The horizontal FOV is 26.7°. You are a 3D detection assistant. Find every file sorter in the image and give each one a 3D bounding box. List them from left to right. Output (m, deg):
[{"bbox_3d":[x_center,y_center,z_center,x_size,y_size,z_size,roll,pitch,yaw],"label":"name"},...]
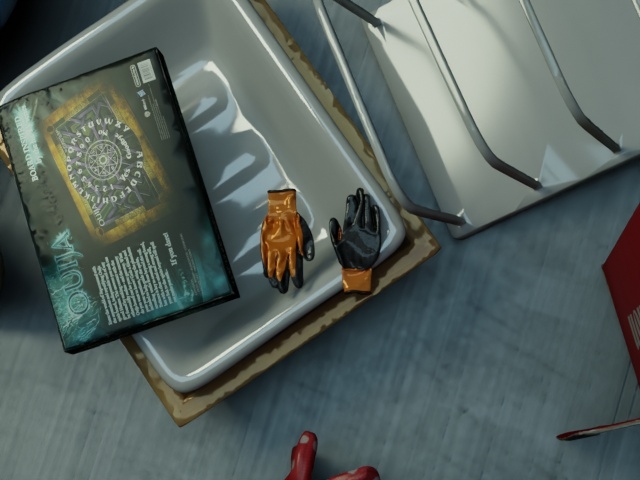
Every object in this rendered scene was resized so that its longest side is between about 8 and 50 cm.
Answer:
[{"bbox_3d":[0.158,-0.148,0.934,0.278,0.173,0.192,-26,78,19],"label":"file sorter"}]

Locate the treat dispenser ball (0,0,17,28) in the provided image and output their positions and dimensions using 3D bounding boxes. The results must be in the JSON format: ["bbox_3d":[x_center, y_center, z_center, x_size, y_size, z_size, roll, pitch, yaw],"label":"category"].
[{"bbox_3d":[-0.358,-0.239,0.986,0.288,0.288,0.288,-1,81,7],"label":"treat dispenser ball"}]

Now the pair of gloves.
[{"bbox_3d":[0.000,0.000,0.924,0.083,0.010,0.074,1,81,5],"label":"pair of gloves"}]

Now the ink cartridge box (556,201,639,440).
[{"bbox_3d":[0.270,0.036,0.853,0.272,0.309,0.130,-15,79,4],"label":"ink cartridge box"}]

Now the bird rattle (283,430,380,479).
[{"bbox_3d":[-0.065,0.236,0.917,0.254,0.207,0.143,-33,76,6],"label":"bird rattle"}]

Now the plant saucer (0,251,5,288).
[{"bbox_3d":[-0.402,-0.062,0.917,0.401,0.400,0.100,10,71,8],"label":"plant saucer"}]

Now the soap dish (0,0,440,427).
[{"bbox_3d":[-0.085,-0.042,1.007,0.229,0.118,0.290,-35,79,1],"label":"soap dish"}]

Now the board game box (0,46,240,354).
[{"bbox_3d":[-0.143,-0.028,0.938,0.126,0.026,0.186,-19,79,4],"label":"board game box"}]
